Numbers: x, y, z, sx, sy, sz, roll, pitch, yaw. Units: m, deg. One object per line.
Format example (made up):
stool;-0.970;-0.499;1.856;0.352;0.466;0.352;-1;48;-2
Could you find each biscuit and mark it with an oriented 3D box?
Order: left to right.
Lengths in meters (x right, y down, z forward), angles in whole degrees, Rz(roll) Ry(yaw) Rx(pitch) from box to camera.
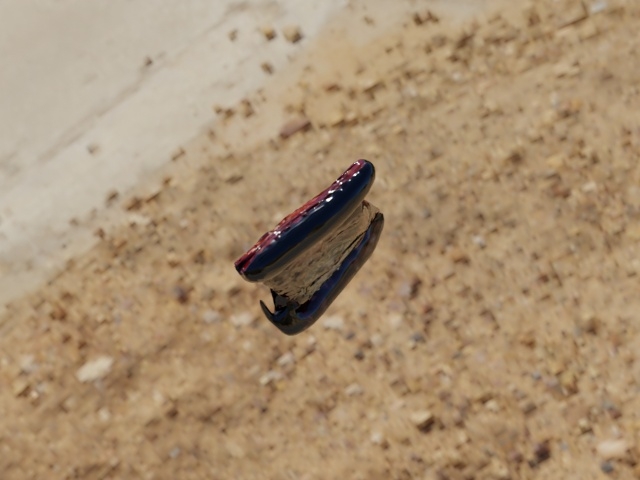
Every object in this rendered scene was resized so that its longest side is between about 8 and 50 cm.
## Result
biscuit;-0.005;0.004;1.424;0.151;0.235;0.063;-39;73;-4
